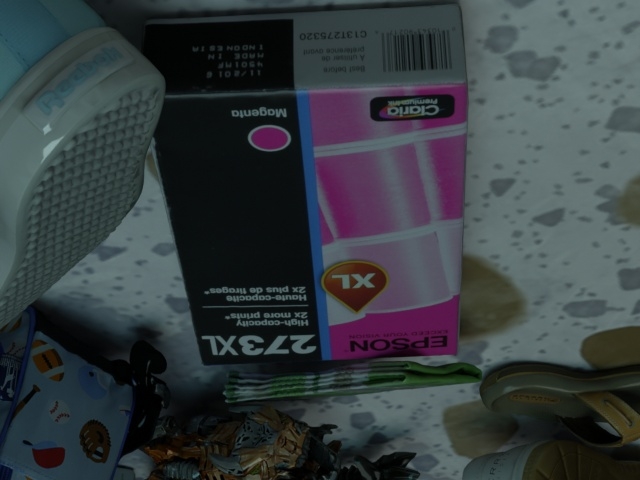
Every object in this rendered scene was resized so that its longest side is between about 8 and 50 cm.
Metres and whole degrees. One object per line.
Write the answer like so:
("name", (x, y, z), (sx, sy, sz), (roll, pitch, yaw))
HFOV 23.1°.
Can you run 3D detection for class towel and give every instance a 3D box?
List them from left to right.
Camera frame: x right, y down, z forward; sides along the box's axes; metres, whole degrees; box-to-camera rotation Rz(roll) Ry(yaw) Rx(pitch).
("towel", (0.022, 0.096, 1.097), (0.152, 0.023, 0.113), (-9, 172, 31))

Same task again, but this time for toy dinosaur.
("toy dinosaur", (-0.054, 0.190, 1.209), (0.218, 0.164, 0.322), (29, 175, -16))

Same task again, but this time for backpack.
("backpack", (-0.259, 0.194, 1.070), (0.213, 0.263, 0.276), (27, 137, -34))

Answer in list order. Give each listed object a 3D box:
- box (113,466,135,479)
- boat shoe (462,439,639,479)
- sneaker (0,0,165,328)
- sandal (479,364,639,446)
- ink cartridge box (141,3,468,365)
("box", (-0.211, 0.245, 1.285), (0.087, 0.102, 0.101), (14, 143, -25))
("boat shoe", (0.218, 0.219, 1.282), (0.096, 0.098, 0.277), (-1, 156, 43))
("sneaker", (-0.186, -0.056, 0.870), (0.150, 0.135, 0.366), (48, 150, 4))
("sandal", (0.209, 0.129, 1.177), (0.180, 0.049, 0.072), (4, 145, -7))
("ink cartridge box", (0.000, 0.000, 0.980), (0.175, 0.069, 0.371), (-3, 147, 2))
